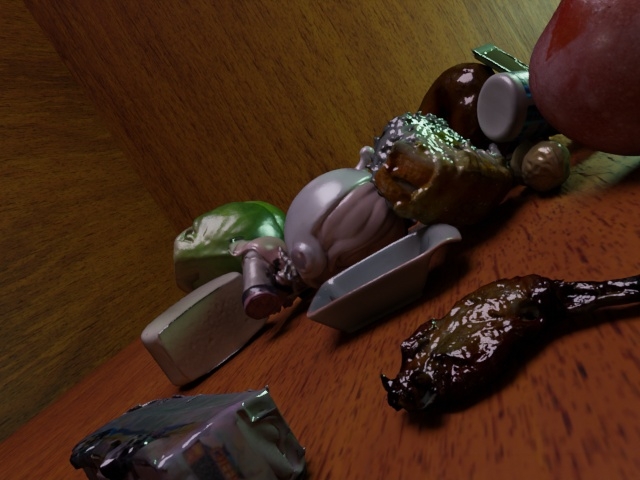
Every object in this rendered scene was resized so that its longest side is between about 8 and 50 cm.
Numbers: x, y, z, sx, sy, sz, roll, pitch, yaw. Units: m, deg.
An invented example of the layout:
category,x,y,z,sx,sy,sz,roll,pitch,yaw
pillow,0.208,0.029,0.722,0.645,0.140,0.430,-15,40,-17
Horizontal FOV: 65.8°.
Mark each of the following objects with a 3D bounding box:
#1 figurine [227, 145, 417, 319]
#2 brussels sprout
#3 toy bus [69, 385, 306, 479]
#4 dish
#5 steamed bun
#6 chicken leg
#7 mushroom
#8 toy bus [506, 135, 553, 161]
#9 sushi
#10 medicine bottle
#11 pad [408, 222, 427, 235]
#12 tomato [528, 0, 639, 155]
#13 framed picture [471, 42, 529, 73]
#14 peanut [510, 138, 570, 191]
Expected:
category,x,y,z,sx,sy,sz,roll,pitch,yaw
figurine,-0.003,0.003,0.954,0.361,0.211,0.253,-30,6,26
brussels sprout,-0.227,0.039,1.351,0.354,0.289,0.281,-7,-5,-25
toy bus,-0.150,0.218,0.497,0.138,0.112,0.317,-32,6,-39
dish,0.100,0.057,0.711,0.234,0.064,0.154,-31,6,16
steamed bun,-0.241,0.179,1.030,0.241,0.146,0.164,-38,11,-32
chicken leg,0.163,0.067,0.401,0.253,0.051,0.106,-30,13,14
mushroom,0.300,-0.206,1.027,0.267,0.267,0.254,-22,-34,37
toy bus,0.395,-0.244,1.155,0.275,0.167,0.138,-30,7,23
sushi,0.201,-0.110,0.818,0.274,0.184,0.139,6,-54,-40
medicine bottle,0.360,-0.221,0.794,0.191,0.107,0.107,-10,0,-16
pad,0.237,-0.036,1.044,0.235,0.003,0.158,-32,6,-2
tomato,0.410,-0.228,0.607,0.270,0.227,0.270,-19,-35,-14
framed picture,0.435,-0.298,0.965,0.232,0.296,0.019,-40,-18,-55
peanut,0.352,-0.122,0.794,0.082,0.082,0.187,-30,5,15
